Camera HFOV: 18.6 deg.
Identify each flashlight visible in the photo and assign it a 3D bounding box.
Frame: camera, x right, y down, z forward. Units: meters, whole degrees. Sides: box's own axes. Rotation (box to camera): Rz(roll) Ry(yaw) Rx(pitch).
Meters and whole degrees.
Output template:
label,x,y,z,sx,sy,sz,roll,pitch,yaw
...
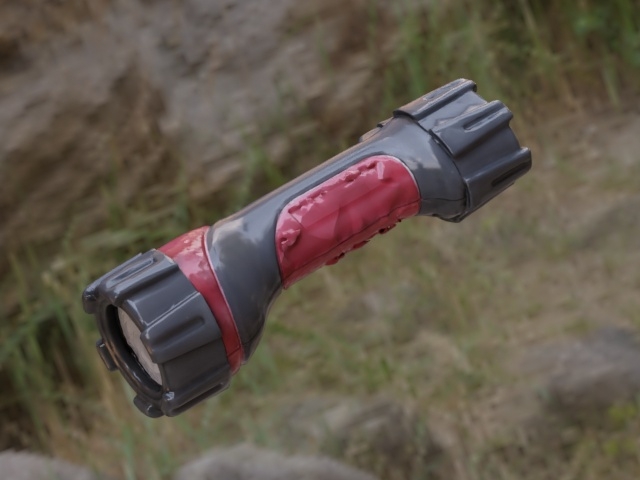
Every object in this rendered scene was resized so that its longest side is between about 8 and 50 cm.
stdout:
label,x,y,z,sx,sy,sz,roll,pitch,yaw
flashlight,0.000,0.000,1.246,0.304,0.103,0.103,-29,2,-23
